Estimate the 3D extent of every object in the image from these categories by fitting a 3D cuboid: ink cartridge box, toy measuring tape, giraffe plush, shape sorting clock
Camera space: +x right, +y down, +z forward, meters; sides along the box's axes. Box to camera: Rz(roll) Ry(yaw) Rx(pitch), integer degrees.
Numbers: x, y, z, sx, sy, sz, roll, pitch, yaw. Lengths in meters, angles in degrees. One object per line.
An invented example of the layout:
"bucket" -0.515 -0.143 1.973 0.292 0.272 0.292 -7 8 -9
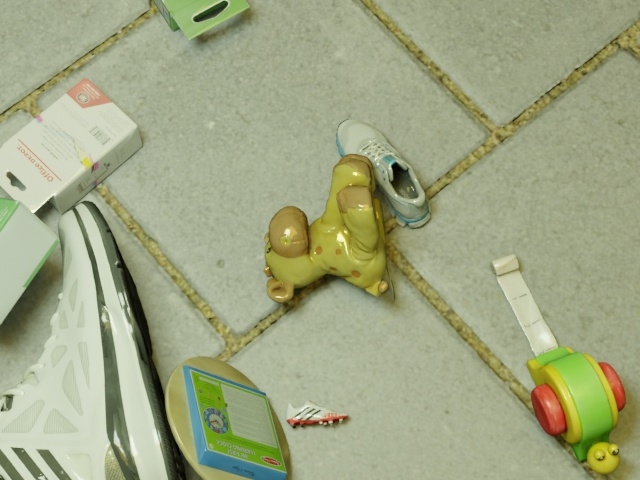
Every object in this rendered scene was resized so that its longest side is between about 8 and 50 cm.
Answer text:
"ink cartridge box" -0.470 0.020 1.668 0.212 0.093 0.154 11 62 43
"toy measuring tape" 0.312 0.150 1.661 0.121 0.121 0.330 -19 69 -8
"giraffe plush" 0.000 0.000 1.715 0.170 0.181 0.210 -10 103 7
"ink cartridge box" -0.201 -0.389 1.904 0.109 0.062 0.209 -30 71 -11
"shape sorting clock" -0.117 0.239 1.598 0.040 0.206 0.206 -40 69 25
"ink cartridge box" -0.366 -0.122 1.793 0.198 0.067 0.115 -42 74 -17

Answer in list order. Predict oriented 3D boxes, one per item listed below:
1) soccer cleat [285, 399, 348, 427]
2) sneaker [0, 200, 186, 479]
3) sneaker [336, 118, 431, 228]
"soccer cleat" -0.005 0.228 1.674 0.083 0.029 0.035 -5 72 3
"sneaker" -0.345 0.156 1.605 0.257 0.169 0.447 -17 57 -4
"sneaker" 0.093 -0.109 1.782 0.071 0.083 0.190 -37 72 -12
